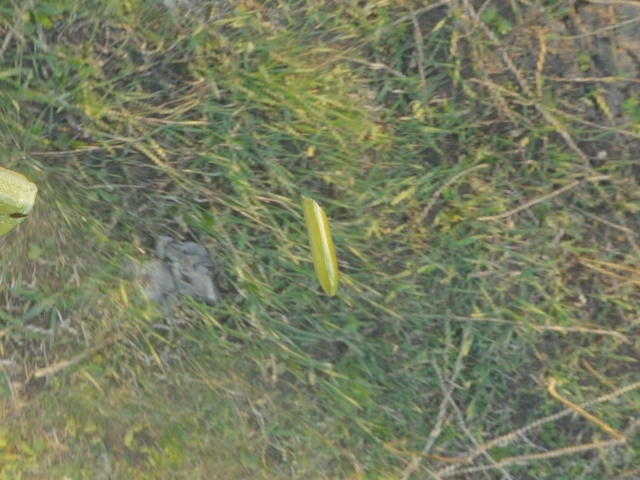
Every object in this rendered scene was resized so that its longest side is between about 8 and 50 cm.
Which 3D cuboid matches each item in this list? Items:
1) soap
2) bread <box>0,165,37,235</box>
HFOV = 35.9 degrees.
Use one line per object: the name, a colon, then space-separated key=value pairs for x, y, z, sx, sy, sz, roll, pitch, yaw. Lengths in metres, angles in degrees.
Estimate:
soap: x=0.000 y=0.000 z=1.437 sx=0.033 sy=0.089 sz=0.168 roll=-9 pitch=65 yaw=-9
bread: x=-0.648 y=-0.099 z=1.623 sx=0.361 sy=0.138 sz=0.077 roll=23 pitch=46 yaw=-44
